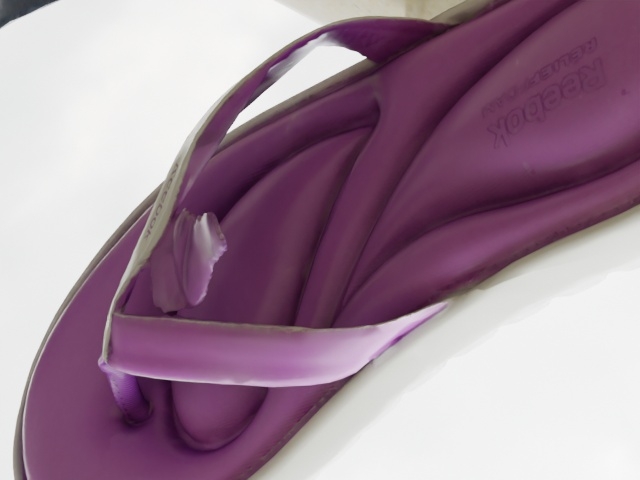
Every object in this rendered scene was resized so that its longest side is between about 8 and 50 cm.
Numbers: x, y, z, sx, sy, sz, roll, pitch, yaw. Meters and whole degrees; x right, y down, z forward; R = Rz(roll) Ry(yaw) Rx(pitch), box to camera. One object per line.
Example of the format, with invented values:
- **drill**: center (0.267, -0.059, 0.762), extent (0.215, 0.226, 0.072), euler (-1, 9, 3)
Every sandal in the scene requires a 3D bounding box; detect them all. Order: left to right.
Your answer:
- **sandal**: center (-0.003, -0.013, 0.663), extent (0.416, 0.102, 0.169), euler (-34, -129, 29)

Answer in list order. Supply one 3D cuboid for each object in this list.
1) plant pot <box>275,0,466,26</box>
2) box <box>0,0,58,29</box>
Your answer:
- **plant pot**: center (0.022, -0.258, 0.993), extent (0.305, 0.334, 0.334), euler (20, -117, 8)
- **box**: center (-0.344, -0.224, 0.399), extent (0.297, 0.472, 0.480), euler (22, -138, 35)
